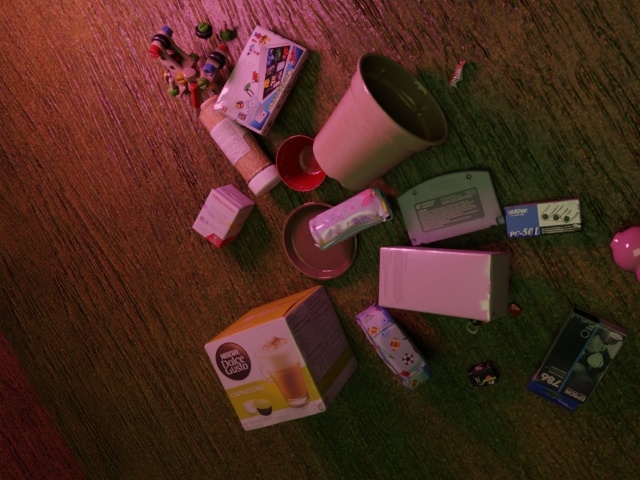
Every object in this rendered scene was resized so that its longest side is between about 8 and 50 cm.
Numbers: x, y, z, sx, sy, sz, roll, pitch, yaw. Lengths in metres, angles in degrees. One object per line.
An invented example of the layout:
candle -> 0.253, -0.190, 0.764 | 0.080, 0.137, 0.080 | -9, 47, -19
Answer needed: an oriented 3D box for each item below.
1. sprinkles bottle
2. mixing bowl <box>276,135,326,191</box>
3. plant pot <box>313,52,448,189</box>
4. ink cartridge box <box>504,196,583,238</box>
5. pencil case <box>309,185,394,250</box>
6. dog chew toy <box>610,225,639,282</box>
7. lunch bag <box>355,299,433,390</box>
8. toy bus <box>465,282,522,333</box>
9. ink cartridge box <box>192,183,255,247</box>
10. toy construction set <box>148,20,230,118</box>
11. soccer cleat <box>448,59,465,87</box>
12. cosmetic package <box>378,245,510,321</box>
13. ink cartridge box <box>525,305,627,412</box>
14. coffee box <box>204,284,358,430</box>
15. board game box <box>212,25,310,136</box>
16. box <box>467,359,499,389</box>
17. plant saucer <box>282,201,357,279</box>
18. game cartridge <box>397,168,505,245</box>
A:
sprinkles bottle -> -0.275, -0.323, 1.995 | 0.121, 0.121, 0.355 | -38, 88, 27
mixing bowl -> -0.045, -0.259, 1.930 | 0.182, 0.098, 0.181 | 6, 106, 21
plant pot -> 0.151, -0.323, 1.735 | 0.333, 0.334, 0.305 | 50, 128, 3
ink cartridge box -> 0.655, -0.065, 1.723 | 0.207, 0.046, 0.097 | -5, 101, 24
pencil case -> 0.100, -0.067, 1.880 | 0.273, 0.113, 0.124 | -25, 65, 11
dog chew toy -> 0.946, 0.070, 1.562 | 0.332, 0.207, 0.206 | 28, 114, 22
lunch bag -> 0.233, 0.337, 1.920 | 0.115, 0.243, 0.303 | -34, 88, -2
toy bus -> 0.510, 0.200, 1.826 | 0.191, 0.104, 0.202 | -20, 96, 26
ink cartridge box -> -0.342, -0.090, 2.086 | 0.128, 0.127, 0.176 | 38, 116, 9
toy construction set -> -0.421, -0.530, 1.932 | 0.258, 0.308, 0.237 | -2, 150, -7
soccer cleat -> 0.407, -0.488, 1.717 | 0.036, 0.029, 0.083 | 31, 118, 3
cosmetic package -> 0.367, 0.121, 1.769 | 0.366, 0.155, 0.196 | 5, 94, 37
ink cartridge box -> 0.774, 0.378, 1.792 | 0.166, 0.065, 0.332 | 24, 114, 14
coffee box -> -0.124, 0.393, 2.015 | 0.338, 0.338, 0.334 | -22, 95, 26
board game box -> -0.191, -0.513, 1.889 | 0.193, 0.053, 0.305 | 30, 93, 12
box -> 0.533, 0.439, 1.914 | 0.083, 0.052, 0.062 | -25, 94, 28
plant saucer -> 0.000, 0.000, 2.019 | 0.278, 0.041, 0.277 | 7, 108, 22
game cartridge -> 0.399, -0.110, 1.815 | 0.297, 0.062, 0.198 | -15, 94, 26
